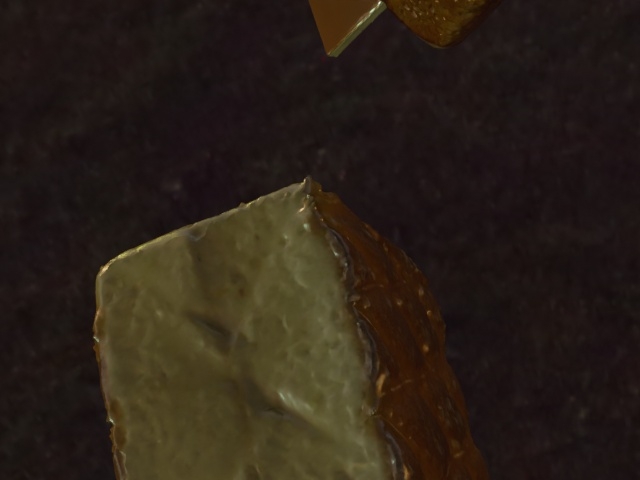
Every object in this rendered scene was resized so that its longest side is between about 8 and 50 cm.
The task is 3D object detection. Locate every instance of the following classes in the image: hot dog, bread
[{"bbox_3d":[0.149,-0.295,1.332,0.150,0.256,0.153,41,70,2],"label":"hot dog"},{"bbox_3d":[-0.012,0.139,1.006,0.207,0.279,0.279,-20,68,14],"label":"bread"}]

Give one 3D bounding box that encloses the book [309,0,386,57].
[{"bbox_3d":[0.034,-0.487,2.031,0.028,0.262,0.374,-1,65,-36],"label":"book"}]
